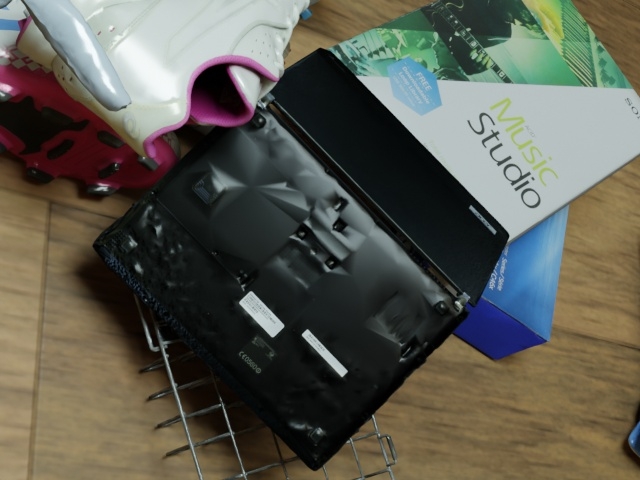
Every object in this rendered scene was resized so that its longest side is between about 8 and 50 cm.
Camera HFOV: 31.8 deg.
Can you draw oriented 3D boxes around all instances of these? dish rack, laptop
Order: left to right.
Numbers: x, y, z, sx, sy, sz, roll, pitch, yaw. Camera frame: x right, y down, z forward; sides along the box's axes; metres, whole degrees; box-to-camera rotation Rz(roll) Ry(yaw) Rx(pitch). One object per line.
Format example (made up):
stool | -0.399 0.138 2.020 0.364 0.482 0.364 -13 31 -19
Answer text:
dish rack | -0.046 0.131 0.883 0.208 0.074 0.271 -7 75 -43
laptop | 0.000 0.000 0.887 0.234 0.136 0.264 45 82 -1

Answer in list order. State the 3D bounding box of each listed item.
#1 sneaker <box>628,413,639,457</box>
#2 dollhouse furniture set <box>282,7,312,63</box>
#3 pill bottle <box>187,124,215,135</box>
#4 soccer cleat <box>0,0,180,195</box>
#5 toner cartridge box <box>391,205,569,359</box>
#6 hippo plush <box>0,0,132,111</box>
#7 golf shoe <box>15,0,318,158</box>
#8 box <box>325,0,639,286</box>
sneaker | 0.408 0.136 1.222 0.236 0.130 0.322 -19 90 -47
dollhouse furniture set | -0.023 -0.270 1.061 0.129 0.129 0.183 49 18 -14
pill bottle | -0.125 -0.152 0.922 0.160 0.087 0.087 29 55 -28
soccer cleat | -0.238 -0.147 0.804 0.331 0.116 0.143 23 59 -31
toner cartridge box | 0.176 -0.070 1.151 0.165 0.075 0.348 33 53 -26
hippo plush | -0.224 -0.250 0.609 0.234 0.294 0.236 80 24 -54
golf shoe | -0.070 -0.146 0.809 0.140 0.115 0.306 52 44 7
box | 0.167 -0.126 1.074 0.322 0.058 0.232 -30 84 -37
